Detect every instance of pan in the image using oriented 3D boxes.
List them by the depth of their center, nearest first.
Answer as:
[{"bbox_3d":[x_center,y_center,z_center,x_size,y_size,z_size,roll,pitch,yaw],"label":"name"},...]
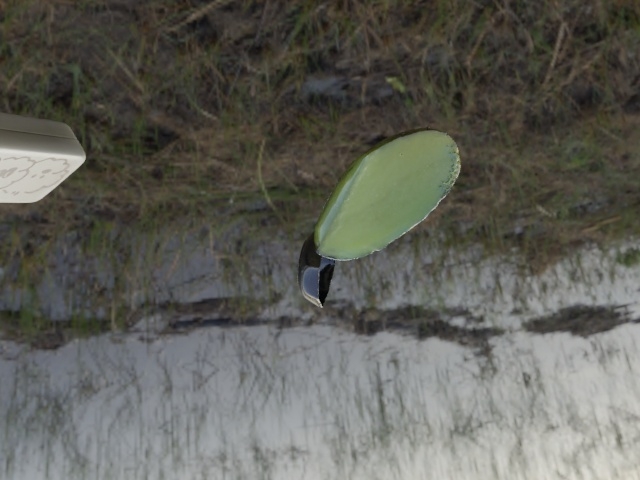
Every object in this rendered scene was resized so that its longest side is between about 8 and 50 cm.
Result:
[{"bbox_3d":[0.002,0.005,1.392,0.048,0.202,0.128,11,161,9],"label":"pan"}]

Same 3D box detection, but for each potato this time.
[{"bbox_3d":[0.070,-0.058,0.967,0.119,0.054,0.198,32,106,-33],"label":"potato"}]

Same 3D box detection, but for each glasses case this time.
[{"bbox_3d":[-0.509,-0.125,1.261,0.144,0.076,0.336,-35,169,20],"label":"glasses case"}]
